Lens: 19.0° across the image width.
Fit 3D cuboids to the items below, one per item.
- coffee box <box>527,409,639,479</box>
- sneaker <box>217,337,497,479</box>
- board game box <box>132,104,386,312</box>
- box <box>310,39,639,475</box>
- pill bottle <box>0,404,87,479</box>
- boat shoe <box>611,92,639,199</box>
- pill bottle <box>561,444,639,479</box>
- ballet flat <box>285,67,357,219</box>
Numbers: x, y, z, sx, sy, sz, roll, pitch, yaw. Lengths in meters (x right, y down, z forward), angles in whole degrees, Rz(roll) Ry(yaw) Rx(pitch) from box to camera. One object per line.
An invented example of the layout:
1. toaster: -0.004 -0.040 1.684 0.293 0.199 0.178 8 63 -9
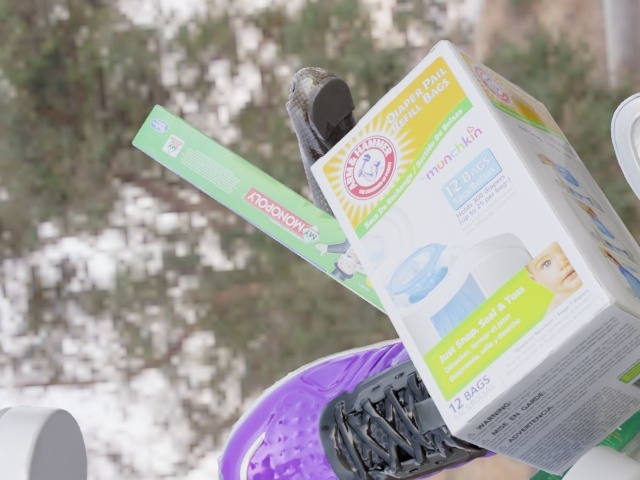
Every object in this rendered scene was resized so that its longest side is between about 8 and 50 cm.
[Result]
1. coffee box: 0.217 0.205 1.601 0.184 0.040 0.113 -36 -31 -41
2. sneaker: 0.066 0.111 1.285 0.146 0.293 0.102 170 77 -87
3. board game box: 0.000 0.000 1.719 0.046 0.317 0.213 -56 -28 0
4. box: 0.098 0.008 1.039 0.103 0.114 0.203 25 -151 -46
5. pill bottle: -0.291 0.166 1.362 0.131 0.229 0.131 1 -90 -74
6. boat shoe: 0.330 -0.012 1.594 0.268 0.096 0.088 60 -165 8
7. pill bottle: 0.222 0.203 0.947 0.136 0.245 0.136 -44 -29 -33
8. ballet flat: 0.010 -0.082 1.932 0.084 0.058 0.250 -46 -36 -21
